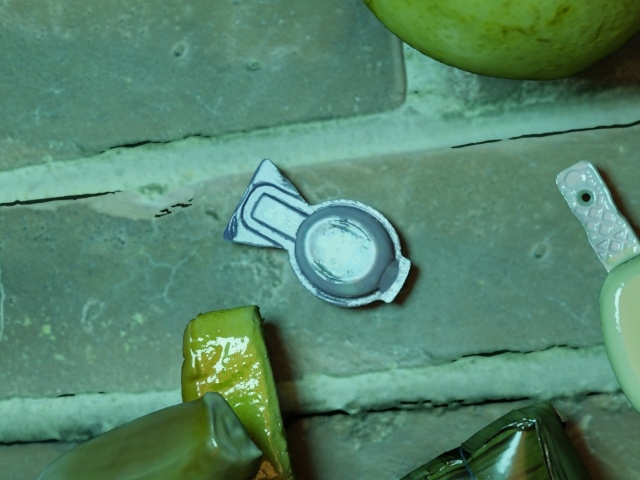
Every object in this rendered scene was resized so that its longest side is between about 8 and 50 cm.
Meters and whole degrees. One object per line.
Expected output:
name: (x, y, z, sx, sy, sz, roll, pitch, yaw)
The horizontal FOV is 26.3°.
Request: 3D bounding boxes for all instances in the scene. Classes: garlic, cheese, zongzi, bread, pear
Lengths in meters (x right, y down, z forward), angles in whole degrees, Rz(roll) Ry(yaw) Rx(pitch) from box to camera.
garlic: (-0.175, 0.244, 1.295, 0.318, 0.112, 0.143, -30, 74, 32)
cheese: (0.300, 0.038, 1.283, 0.127, 0.050, 0.255, -29, 79, 9)
zongzi: (0.160, 0.295, 1.263, 0.242, 0.112, 0.221, -33, 78, 16)
cheese: (0.000, 0.000, 1.362, 0.191, 0.042, 0.105, 27, 89, 17)
bread: (-0.076, 0.186, 1.333, 0.094, 0.102, 0.245, -14, 83, 6)
pear: (0.172, -0.311, 1.206, 0.348, 0.348, 0.348, -1, 84, 13)
